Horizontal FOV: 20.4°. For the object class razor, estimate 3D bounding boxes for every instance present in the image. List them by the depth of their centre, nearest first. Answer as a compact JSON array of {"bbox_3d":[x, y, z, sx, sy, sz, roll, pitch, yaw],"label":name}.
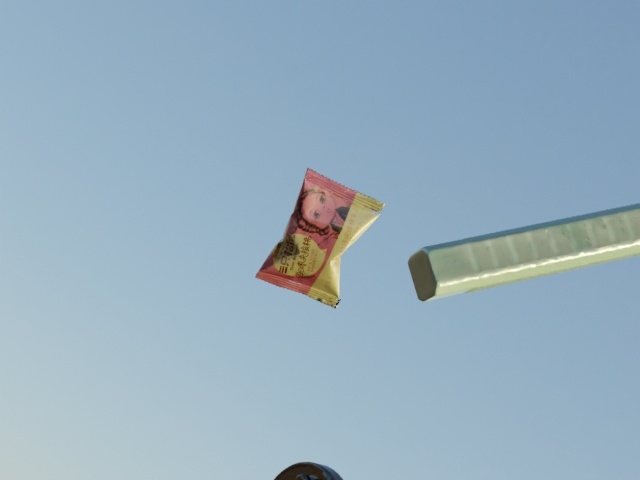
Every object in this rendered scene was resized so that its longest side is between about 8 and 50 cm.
[{"bbox_3d":[0.176,-0.003,1.041,0.277,0.111,0.056,-10,-12,-32],"label":"razor"}]

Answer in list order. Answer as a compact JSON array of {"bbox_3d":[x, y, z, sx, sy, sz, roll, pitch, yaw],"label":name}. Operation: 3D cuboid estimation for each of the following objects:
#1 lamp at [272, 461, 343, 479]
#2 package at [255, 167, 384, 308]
[{"bbox_3d":[-0.144,0.268,1.557,0.371,0.109,0.130,-4,12,-40],"label":"lamp"},{"bbox_3d":[0.000,0.000,1.163,0.059,0.083,0.029,22,15,-9],"label":"package"}]
